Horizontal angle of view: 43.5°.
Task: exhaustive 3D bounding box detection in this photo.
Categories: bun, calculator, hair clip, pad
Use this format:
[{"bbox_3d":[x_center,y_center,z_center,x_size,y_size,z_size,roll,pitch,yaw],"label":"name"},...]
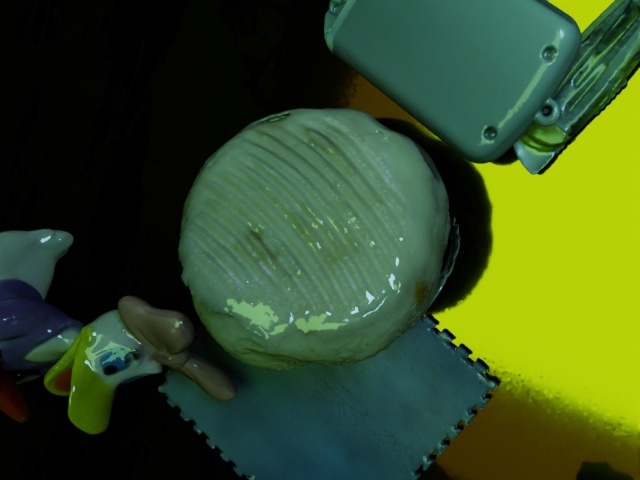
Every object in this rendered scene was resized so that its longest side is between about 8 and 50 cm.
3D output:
[{"bbox_3d":[0.000,0.000,0.686,0.239,0.141,0.239,-2,66,4],"label":"bun"},{"bbox_3d":[0.104,-0.172,0.676,0.246,0.045,0.141,43,113,24],"label":"calculator"},{"bbox_3d":[0.219,-0.141,0.651,0.060,0.033,0.188,46,115,15],"label":"hair clip"},{"bbox_3d":[-0.007,0.143,0.783,0.269,0.012,0.269,44,109,14],"label":"pad"}]

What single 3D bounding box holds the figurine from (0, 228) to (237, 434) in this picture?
[{"bbox_3d":[-0.289,0.085,0.829,0.421,0.154,0.193,22,64,31],"label":"figurine"}]
